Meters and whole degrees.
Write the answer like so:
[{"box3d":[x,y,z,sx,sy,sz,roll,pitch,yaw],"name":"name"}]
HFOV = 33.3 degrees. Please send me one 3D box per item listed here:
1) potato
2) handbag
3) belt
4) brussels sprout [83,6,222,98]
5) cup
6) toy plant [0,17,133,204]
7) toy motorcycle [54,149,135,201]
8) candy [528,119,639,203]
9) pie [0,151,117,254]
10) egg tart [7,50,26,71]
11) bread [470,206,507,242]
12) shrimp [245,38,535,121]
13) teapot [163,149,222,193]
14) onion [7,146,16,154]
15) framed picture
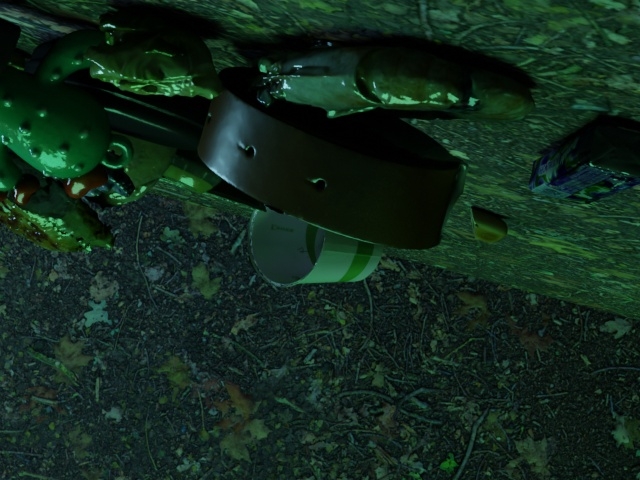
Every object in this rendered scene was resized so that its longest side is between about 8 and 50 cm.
[{"box3d":[-0.413,-0.173,1.894,0.189,0.211,0.264,22,180,39],"name":"potato"},{"box3d":[-0.308,-0.223,1.655,0.308,0.093,0.253,18,176,-33],"name":"handbag"},{"box3d":[0.010,-0.102,1.328,0.338,0.122,0.217,26,-157,19],"name":"belt"},{"box3d":[-0.196,-0.223,1.289,0.181,0.101,0.139,11,-176,30],"name":"brussels sprout"},{"box3d":[0.000,0.000,2.581,0.253,0.253,0.274,11,180,43],"name":"cup"},{"box3d":[-0.426,-0.204,1.427,0.400,0.279,0.185,34,173,-22],"name":"toy plant"},{"box3d":[-0.416,-0.150,1.734,0.239,0.108,0.204,-2,141,44],"name":"toy motorcycle"},{"box3d":[0.339,-0.092,1.338,0.088,0.061,0.312,14,176,-1],"name":"candy"},{"box3d":[-0.537,-0.075,1.966,0.354,0.103,0.288,33,164,-10],"name":"pie"},{"box3d":[-0.527,-0.298,1.773,0.105,0.039,0.105,15,176,1],"name":"egg tart"},{"box3d":[0.328,-0.032,2.177,0.103,0.049,0.062,19,146,-28],"name":"bread"},{"box3d":[0.071,-0.171,1.221,0.360,0.085,0.247,8,180,29],"name":"shrimp"},{"box3d":[-0.252,-0.165,2.028,0.165,0.119,0.130,22,173,21],"name":"teapot"},{"box3d":[-0.646,-0.224,2.121,0.216,0.206,0.207,31,-163,-28],"name":"onion"},{"box3d":[-0.249,-0.149,2.174,0.273,0.016,0.216,18,-153,-25],"name":"framed picture"}]
